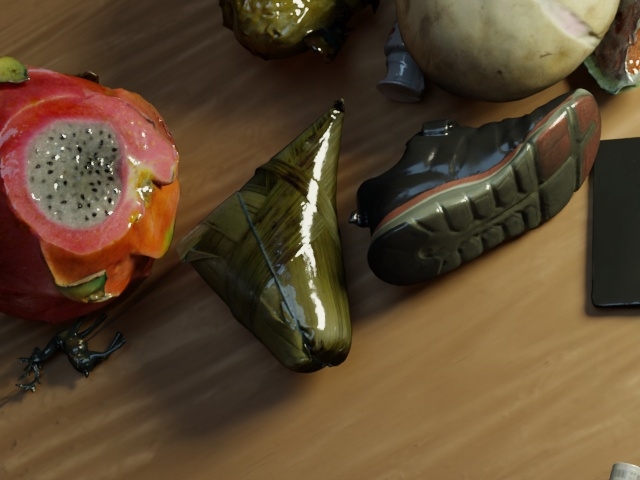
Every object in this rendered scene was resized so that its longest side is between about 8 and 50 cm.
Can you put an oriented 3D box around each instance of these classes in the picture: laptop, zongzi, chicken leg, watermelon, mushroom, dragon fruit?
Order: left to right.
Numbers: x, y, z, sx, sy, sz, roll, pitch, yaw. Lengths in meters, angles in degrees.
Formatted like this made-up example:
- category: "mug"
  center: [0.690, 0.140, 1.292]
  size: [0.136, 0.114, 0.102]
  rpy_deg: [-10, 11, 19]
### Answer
- category: "dragon fruit"
  center: [-0.279, -0.055, 1.868]
  size: [0.291, 0.189, 0.290]
  rpy_deg: [3, 74, -10]
- category: "chicken leg"
  center: [-0.003, -0.351, 2.016]
  size: [0.212, 0.140, 0.361]
  rpy_deg: [27, 63, 5]
- category: "zongzi"
  center: [0.000, 0.000, 1.837]
  size: [0.242, 0.112, 0.221]
  rpy_deg: [-44, 59, 1]
- category: "mushroom"
  center: [0.200, -0.266, 1.859]
  size: [0.255, 0.184, 0.254]
  rpy_deg: [-12, 60, 22]
- category: "watermelon"
  center: [0.333, -0.245, 1.870]
  size: [0.071, 0.139, 0.187]
  rpy_deg: [7, 56, -26]
- category: "laptop"
  center: [0.344, -0.020, 1.811]
  size: [0.135, 0.016, 0.197]
  rpy_deg: [-2, 63, 17]

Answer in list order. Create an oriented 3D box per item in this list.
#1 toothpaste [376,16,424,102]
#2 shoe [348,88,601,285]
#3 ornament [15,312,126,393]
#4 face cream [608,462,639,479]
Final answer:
- category: "toothpaste"
  center: [0.117, -0.268, 1.968]
  size: [0.057, 0.089, 0.234]
  rpy_deg: [16, 73, 4]
- category: "shoe"
  center: [0.158, -0.069, 1.842]
  size: [0.291, 0.114, 0.137]
  rpy_deg: [-30, 44, -6]
- category: "ornament"
  center: [-0.274, 0.125, 1.914]
  size: [0.125, 0.028, 0.073]
  rpy_deg: [-37, 60, -6]
- category: "face cream"
  center: [0.276, 0.275, 1.670]
  size: [0.034, 0.034, 0.130]
  rpy_deg: [9, 67, 21]
